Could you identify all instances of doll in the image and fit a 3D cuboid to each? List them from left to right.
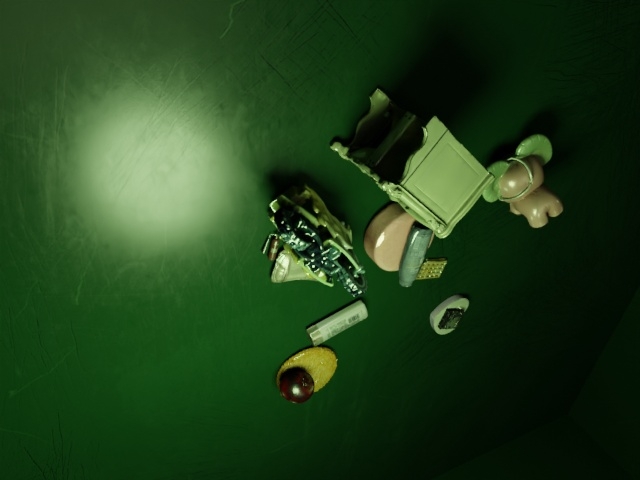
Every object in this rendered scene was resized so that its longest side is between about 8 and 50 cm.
[{"bbox_3d":[0.694,-0.205,1.800,0.284,0.216,0.268,-39,129,2],"label":"doll"}]

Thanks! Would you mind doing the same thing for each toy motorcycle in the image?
[{"bbox_3d":[0.000,0.000,1.504,0.169,0.237,0.410,-35,135,16],"label":"toy motorcycle"}]

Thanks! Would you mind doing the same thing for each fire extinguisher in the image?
[{"bbox_3d":[-0.148,0.013,1.566,0.046,0.032,0.100,15,120,-1],"label":"fire extinguisher"}]

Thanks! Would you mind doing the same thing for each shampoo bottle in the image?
[{"bbox_3d":[0.061,0.297,1.892,0.228,0.056,0.086,-28,136,-12],"label":"shampoo bottle"},{"bbox_3d":[0.308,0.049,1.727,0.087,0.049,0.233,-9,127,-29],"label":"shampoo bottle"}]

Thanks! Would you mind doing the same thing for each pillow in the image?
[{"bbox_3d":[-0.046,0.079,1.669,0.233,0.038,0.130,-2,121,-32],"label":"pillow"}]

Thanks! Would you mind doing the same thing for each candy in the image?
[{"bbox_3d":[0.270,-0.016,1.757,0.255,0.094,0.255,-17,130,-21],"label":"candy"}]

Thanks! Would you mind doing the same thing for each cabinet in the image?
[{"bbox_3d":[0.247,-0.214,1.455,0.318,0.290,0.227,30,102,-41],"label":"cabinet"}]

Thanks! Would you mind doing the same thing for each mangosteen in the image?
[{"bbox_3d":[-0.091,0.529,1.891,0.140,0.140,0.140,-17,131,-21],"label":"mangosteen"}]

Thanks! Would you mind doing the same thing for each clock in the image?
[{"bbox_3d":[0.540,0.321,2.211,0.172,0.064,0.198,2,121,-35],"label":"clock"}]

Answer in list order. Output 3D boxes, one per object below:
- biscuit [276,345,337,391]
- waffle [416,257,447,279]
[{"bbox_3d":[-0.051,0.495,1.985,0.254,0.035,0.253,-16,130,-20],"label":"biscuit"},{"bbox_3d":[0.415,0.107,1.997,0.135,0.021,0.092,0,125,-34],"label":"waffle"}]
